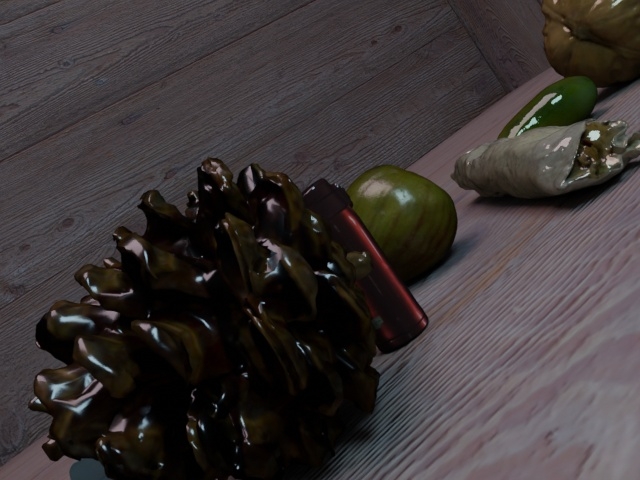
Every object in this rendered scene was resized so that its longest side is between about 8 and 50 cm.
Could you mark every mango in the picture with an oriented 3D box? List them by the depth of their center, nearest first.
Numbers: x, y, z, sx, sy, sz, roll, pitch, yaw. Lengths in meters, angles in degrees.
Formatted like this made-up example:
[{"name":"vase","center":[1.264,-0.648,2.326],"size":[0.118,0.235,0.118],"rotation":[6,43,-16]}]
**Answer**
[{"name":"mango","center":[0.370,-0.202,0.896],"size":[0.191,0.086,0.122],"rotation":[-33,7,8]}]

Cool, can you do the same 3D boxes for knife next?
[{"name":"knife","center":[-0.269,0.282,0.626],"size":[0.260,0.063,0.034],"rotation":[-34,9,16]}]

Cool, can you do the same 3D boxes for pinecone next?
[{"name":"pinecone","center":[-0.071,0.074,0.395],"size":[0.257,0.243,0.243],"rotation":[-53,12,-26]}]

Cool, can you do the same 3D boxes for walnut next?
[{"name":"walnut","center":[0.525,-0.395,0.968],"size":[0.257,0.257,0.225],"rotation":[-38,-27,-39]}]

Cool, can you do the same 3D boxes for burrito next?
[{"name":"burrito","center":[0.264,-0.100,0.691],"size":[0.117,0.076,0.392],"rotation":[-28,6,1]}]

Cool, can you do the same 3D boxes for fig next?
[{"name":"fig","center":[0.092,0.004,0.669],"size":[0.142,0.186,0.148],"rotation":[7,18,-15]}]

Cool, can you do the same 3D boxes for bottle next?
[{"name":"bottle","center":[0.033,0.019,0.496],"size":[0.060,0.164,0.060],"rotation":[-35,4,3]}]
